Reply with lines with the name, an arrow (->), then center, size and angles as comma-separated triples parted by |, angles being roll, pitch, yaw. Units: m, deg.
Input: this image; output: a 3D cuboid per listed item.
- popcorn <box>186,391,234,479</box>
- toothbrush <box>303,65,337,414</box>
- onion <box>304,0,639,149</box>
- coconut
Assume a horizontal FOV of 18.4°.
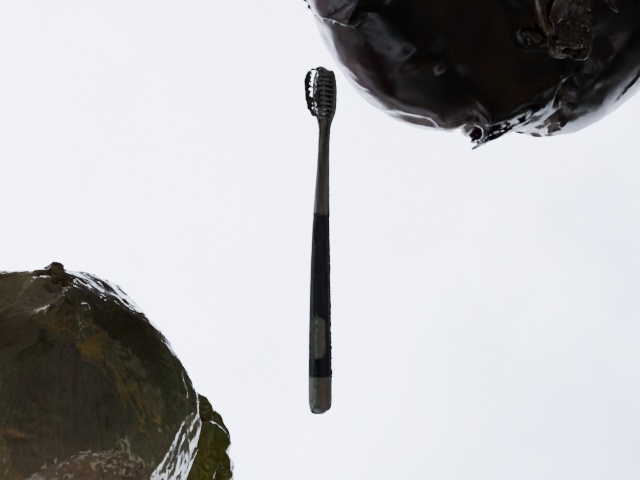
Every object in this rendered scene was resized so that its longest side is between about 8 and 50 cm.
popcorn -> -0.156, 0.171, 1.434 | 0.185, 0.187, 0.167 | 42, -114, -35
toothbrush -> 0.000, 0.000, 1.628 | 0.026, 0.024, 0.288 | -2, -87, -65
onion -> 0.134, -0.210, 1.381 | 0.314, 0.232, 0.314 | -4, -71, -11
coconut -> -0.162, 0.102, 1.124 | 0.194, 0.194, 0.194 | 14, -116, -32
